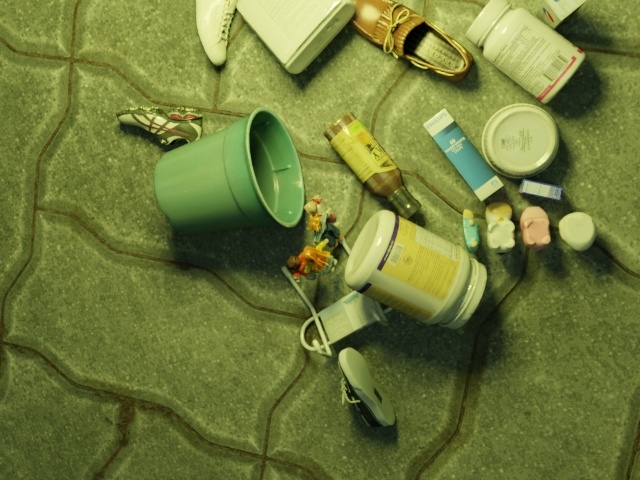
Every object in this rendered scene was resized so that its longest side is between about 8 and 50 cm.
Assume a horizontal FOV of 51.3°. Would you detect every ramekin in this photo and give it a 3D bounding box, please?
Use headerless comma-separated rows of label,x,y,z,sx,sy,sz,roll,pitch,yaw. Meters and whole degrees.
ramekin,0.545,-0.269,1.809,0.207,0.109,0.207,2,99,12

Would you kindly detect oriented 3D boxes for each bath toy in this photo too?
bath toy,0.569,-0.031,1.831,0.349,0.129,0.151,0,79,12

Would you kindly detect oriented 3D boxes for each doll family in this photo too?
doll family,0.000,0.000,1.893,0.119,0.163,0.262,10,78,30

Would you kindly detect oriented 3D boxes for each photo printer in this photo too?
photo printer,-0.083,-0.655,1.855,0.256,0.107,0.307,-45,67,17

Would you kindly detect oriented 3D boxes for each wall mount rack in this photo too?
wall mount rack,0.046,0.165,1.977,0.350,0.130,0.304,-32,58,14

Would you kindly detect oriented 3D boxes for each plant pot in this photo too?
plant pot,-0.265,-0.169,1.903,0.334,0.341,0.340,-13,95,22

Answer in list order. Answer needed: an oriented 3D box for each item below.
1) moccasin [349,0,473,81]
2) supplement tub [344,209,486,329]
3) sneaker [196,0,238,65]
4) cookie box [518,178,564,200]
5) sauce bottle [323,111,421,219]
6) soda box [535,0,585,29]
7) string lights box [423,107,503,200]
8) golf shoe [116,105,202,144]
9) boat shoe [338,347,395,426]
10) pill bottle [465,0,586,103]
moccasin,0.237,-0.552,1.814,0.380,0.147,0.139,37,104,5
supplement tub,0.259,0.085,1.830,0.332,0.241,0.241,26,103,-9
sneaker,-0.289,-0.660,1.933,0.123,0.106,0.289,-6,95,15
cookie box,0.601,-0.138,1.825,0.107,0.092,0.040,14,97,11
sauce bottle,0.155,-0.208,1.904,0.111,0.111,0.344,-40,90,14
soda box,0.606,-0.590,1.693,0.074,0.216,0.069,-38,90,15
string lights box,0.392,-0.236,1.833,0.077,0.133,0.259,-37,90,15
golf shoe,-0.493,-0.348,2.027,0.273,0.105,0.120,6,106,12
boat shoe,0.112,0.443,1.976,0.105,0.113,0.306,-19,125,25
pill bottle,0.533,-0.505,1.751,0.283,0.160,0.160,39,104,4
